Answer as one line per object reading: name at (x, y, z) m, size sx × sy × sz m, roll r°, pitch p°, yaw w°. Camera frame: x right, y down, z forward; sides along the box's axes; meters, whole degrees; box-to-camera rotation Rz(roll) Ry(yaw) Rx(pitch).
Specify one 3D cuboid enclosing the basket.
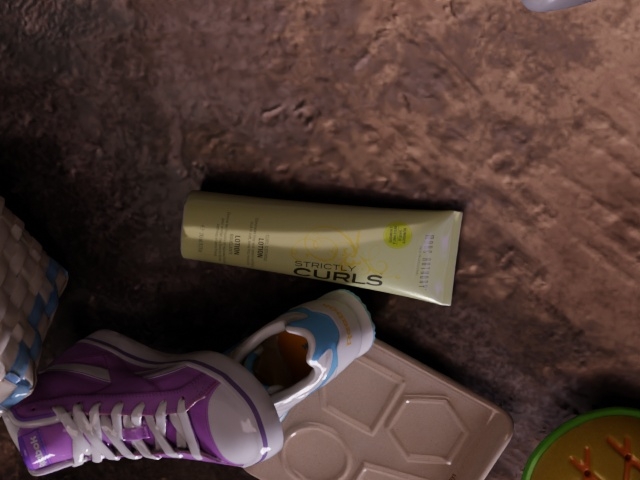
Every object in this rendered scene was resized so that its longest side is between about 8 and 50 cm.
basket at (-0.377, 0.033, 1.492) m, size 0.201 × 0.255 × 0.289 m, roll -32°, pitch 115°, yaw 26°

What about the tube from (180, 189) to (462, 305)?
tube at (0.000, 0.000, 1.497) m, size 0.240 × 0.062 × 0.070 m, roll 8°, pitch 158°, yaw 3°

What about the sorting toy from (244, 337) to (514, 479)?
sorting toy at (0.049, 0.181, 1.583) m, size 0.208 × 0.038 × 0.193 m, roll 31°, pitch 118°, yaw 4°

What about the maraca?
maraca at (0.263, 0.200, 1.507) m, size 0.186 × 0.099 × 0.127 m, roll -21°, pitch 112°, yaw -6°

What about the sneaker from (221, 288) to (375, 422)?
sneaker at (-0.057, 0.122, 1.528) m, size 0.229 × 0.092 × 0.087 m, roll -43°, pitch 77°, yaw 35°

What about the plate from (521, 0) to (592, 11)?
plate at (0.250, -0.323, 1.292) m, size 0.277 × 0.045 × 0.278 m, roll -12°, pitch 111°, yaw 18°

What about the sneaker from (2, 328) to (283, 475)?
sneaker at (-0.167, 0.166, 1.487) m, size 0.282 × 0.161 × 0.102 m, roll 6°, pitch 118°, yaw 46°
